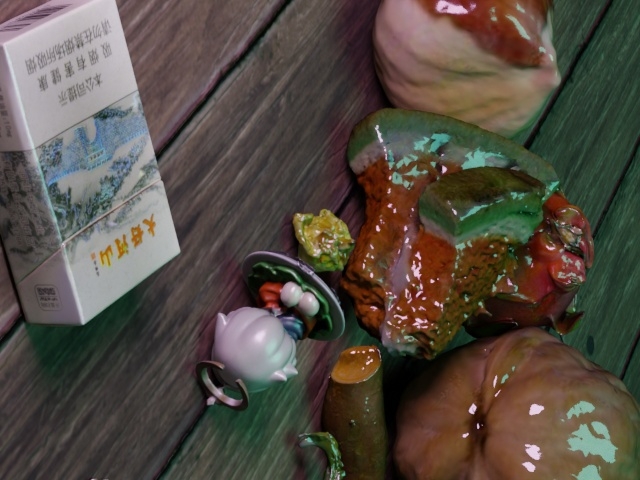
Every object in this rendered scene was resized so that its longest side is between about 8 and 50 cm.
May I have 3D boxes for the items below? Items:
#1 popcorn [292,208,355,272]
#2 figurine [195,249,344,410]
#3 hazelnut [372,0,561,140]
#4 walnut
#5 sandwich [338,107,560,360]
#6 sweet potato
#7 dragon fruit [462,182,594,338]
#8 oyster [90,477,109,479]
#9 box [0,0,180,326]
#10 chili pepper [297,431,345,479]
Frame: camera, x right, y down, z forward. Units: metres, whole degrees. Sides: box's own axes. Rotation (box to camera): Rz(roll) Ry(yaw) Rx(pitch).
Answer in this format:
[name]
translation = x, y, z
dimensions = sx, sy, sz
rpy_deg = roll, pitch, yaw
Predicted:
[popcorn]
translation = -0.001, 0.003, 1.906
dimensions = 0.083, 0.068, 0.059
rpy_deg = 40, 9, -33
[figurine]
translation = -0.064, 0.102, 1.755
dimensions = 0.154, 0.132, 0.132
rpy_deg = -51, 133, -30
[hazelnut]
translation = 0.186, -0.236, 2.061
dimensions = 0.261, 0.241, 0.261
rpy_deg = -46, 145, -46
[walnut]
translation = 0.254, 0.259, 2.093
dimensions = 0.344, 0.306, 0.306
rpy_deg = 20, 72, -58
[sandwich]
translation = 0.133, -0.006, 1.947
dimensions = 0.250, 0.162, 0.301
rpy_deg = 23, 70, -12
[sweet potato]
translation = 0.039, 0.234, 1.959
dimensions = 0.077, 0.077, 0.244
rpy_deg = -31, 125, -56
[dragon fruit]
translation = 0.234, 0.015, 2.159
dimensions = 0.224, 0.227, 0.224
rpy_deg = -6, 90, -67
[oyster]
translation = -0.187, 0.278, 1.605
dimensions = 0.122, 0.045, 0.146
rpy_deg = -51, 132, -29
[box]
translation = -0.221, -0.073, 1.520
dimensions = 0.164, 0.069, 0.256
rpy_deg = -40, 123, -53
[chili pepper]
translation = -0.038, 0.372, 1.818
dimensions = 0.085, 0.076, 0.359
rpy_deg = 25, 56, -11
